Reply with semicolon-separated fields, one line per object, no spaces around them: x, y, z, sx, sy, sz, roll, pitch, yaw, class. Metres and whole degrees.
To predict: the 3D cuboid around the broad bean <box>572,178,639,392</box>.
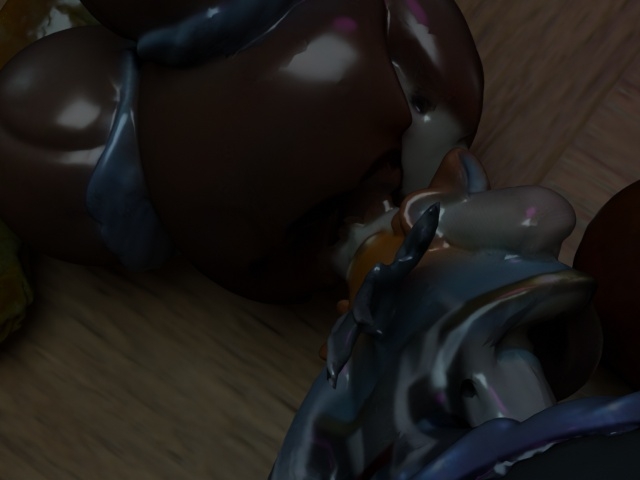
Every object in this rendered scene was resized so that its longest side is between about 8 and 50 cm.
0.236;0.039;0.916;0.228;0.122;0.156;23;70;21;broad bean

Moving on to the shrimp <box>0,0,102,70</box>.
-0.083;-0.140;1.077;0.248;0.068;0.150;-44;76;-2;shrimp

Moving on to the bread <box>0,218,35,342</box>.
-0.240;-0.099;1.073;0.084;0.077;0.368;-7;64;-26;bread

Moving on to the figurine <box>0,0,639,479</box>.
0.000;0.001;0.892;0.248;0.277;0.388;2;48;-31;figurine
